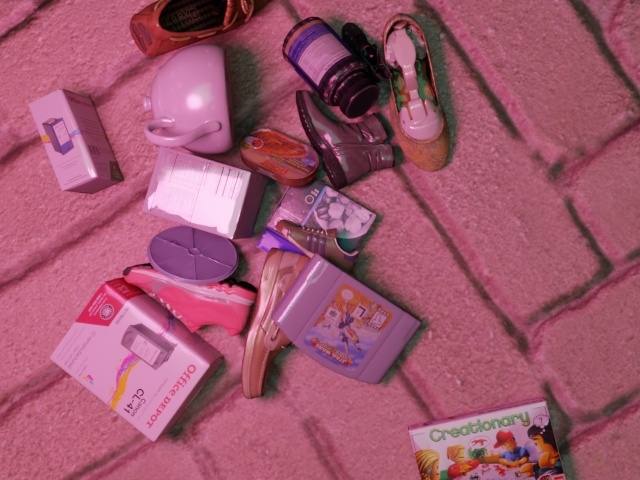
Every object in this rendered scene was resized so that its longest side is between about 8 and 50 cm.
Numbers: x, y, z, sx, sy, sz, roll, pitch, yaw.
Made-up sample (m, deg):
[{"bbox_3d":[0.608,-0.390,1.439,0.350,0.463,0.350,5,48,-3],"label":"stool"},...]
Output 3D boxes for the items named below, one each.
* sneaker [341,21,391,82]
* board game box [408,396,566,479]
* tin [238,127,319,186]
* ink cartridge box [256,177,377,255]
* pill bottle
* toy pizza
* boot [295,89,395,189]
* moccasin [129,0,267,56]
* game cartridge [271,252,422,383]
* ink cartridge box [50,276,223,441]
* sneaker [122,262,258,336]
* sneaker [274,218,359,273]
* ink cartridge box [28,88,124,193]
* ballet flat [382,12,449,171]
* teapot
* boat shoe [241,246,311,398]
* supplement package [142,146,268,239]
[{"bbox_3d":[0.099,-0.413,1.636,0.051,0.089,0.170,-22,84,-11],"label":"sneaker"},{"bbox_3d":[0.362,0.470,1.636,0.305,0.053,0.193,-15,88,7],"label":"board game box"},{"bbox_3d":[-0.093,-0.184,1.663,0.189,0.040,0.106,27,55,16],"label":"tin"},{"bbox_3d":[-0.013,-0.021,1.683,0.206,0.045,0.208,31,95,5],"label":"ink cartridge box"},{"bbox_3d":[0.025,-0.367,1.610,0.123,0.123,0.219,-42,70,5],"label":"pill bottle"},{"bbox_3d":[-0.281,0.037,1.656,0.201,0.201,0.032,19,126,6],"label":"toy pizza"},{"bbox_3d":[0.056,-0.246,1.668,0.161,0.083,0.247,-26,87,-6],"label":"boot"},{"bbox_3d":[-0.224,-0.509,1.578,0.380,0.147,0.139,-33,107,-37],"label":"moccasin"},{"bbox_3d":[0.054,0.181,1.614,0.297,0.062,0.198,33,90,-20],"label":"game cartridge"},{"bbox_3d":[-0.410,0.263,1.689,0.306,0.131,0.226,37,94,7],"label":"ink cartridge box"},{"bbox_3d":[-0.303,0.134,1.683,0.313,0.116,0.136,13,93,6],"label":"sneaker"},{"bbox_3d":[0.000,0.000,1.627,0.192,0.064,0.086,40,96,-4],"label":"sneaker"},{"bbox_3d":[-0.547,-0.219,1.688,0.093,0.154,0.213,-21,89,8],"label":"ink cartridge box"},{"bbox_3d":[0.201,-0.322,1.620,0.123,0.123,0.349,-12,89,7],"label":"ballet flat"},{"bbox_3d":[-0.286,-0.295,1.605,0.187,0.256,0.253,-5,82,-4],"label":"teapot"},{"bbox_3d":[-0.097,0.191,1.654,0.110,0.121,0.341,13,94,2],"label":"boat shoe"},{"bbox_3d":[-0.244,-0.100,1.633,0.203,0.194,0.149,17,93,7],"label":"supplement package"}]
